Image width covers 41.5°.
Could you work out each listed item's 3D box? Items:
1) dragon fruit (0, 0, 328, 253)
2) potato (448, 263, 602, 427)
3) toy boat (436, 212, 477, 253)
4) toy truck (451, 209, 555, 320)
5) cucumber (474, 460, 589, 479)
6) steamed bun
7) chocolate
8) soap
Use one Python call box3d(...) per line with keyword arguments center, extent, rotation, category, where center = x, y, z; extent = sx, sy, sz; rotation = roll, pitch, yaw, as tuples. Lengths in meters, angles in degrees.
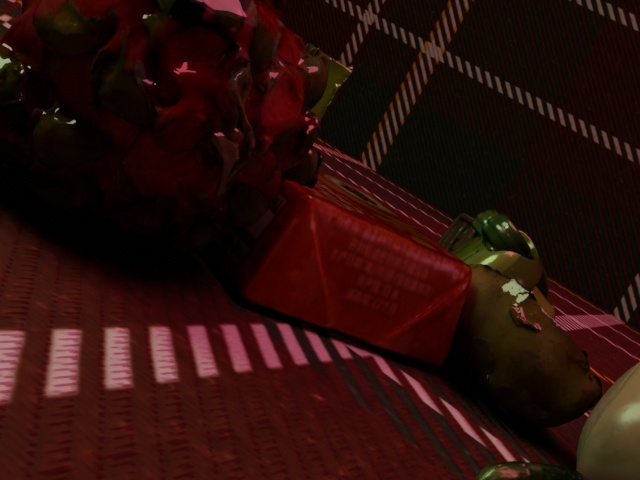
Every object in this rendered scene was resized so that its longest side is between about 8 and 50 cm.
box3d(center=(-0.139, -0.117, 0.661), extent=(0.302, 0.237, 0.231), rotation=(14, -19, 30), category="dragon fruit")
box3d(center=(0.172, 0.111, 0.812), extent=(0.164, 0.081, 0.200), rotation=(59, -10, -28), category="potato")
box3d(center=(0.246, 0.027, 1.388), extent=(0.061, 0.116, 0.188), rotation=(34, 7, -12), category="toy boat")
box3d(center=(0.207, 0.072, 0.987), extent=(0.211, 0.148, 0.187), rotation=(56, 9, 15), category="toy truck")
box3d(center=(0.161, 0.173, 0.587), extent=(0.155, 0.037, 0.037), rotation=(20, 13, -42), category="cucumber")
box3d(center=(0.338, 0.171, 0.705), extent=(0.200, 0.155, 0.250), rotation=(32, 16, 37), category="steamed bun")
box3d(center=(0.000, 0.000, 0.811), extent=(0.234, 0.108, 0.237), rotation=(22, 13, -32), category="chocolate")
box3d(center=(-0.044, -0.206, 1.378), extent=(0.076, 0.233, 0.135), rotation=(31, 9, -16), category="soap")
